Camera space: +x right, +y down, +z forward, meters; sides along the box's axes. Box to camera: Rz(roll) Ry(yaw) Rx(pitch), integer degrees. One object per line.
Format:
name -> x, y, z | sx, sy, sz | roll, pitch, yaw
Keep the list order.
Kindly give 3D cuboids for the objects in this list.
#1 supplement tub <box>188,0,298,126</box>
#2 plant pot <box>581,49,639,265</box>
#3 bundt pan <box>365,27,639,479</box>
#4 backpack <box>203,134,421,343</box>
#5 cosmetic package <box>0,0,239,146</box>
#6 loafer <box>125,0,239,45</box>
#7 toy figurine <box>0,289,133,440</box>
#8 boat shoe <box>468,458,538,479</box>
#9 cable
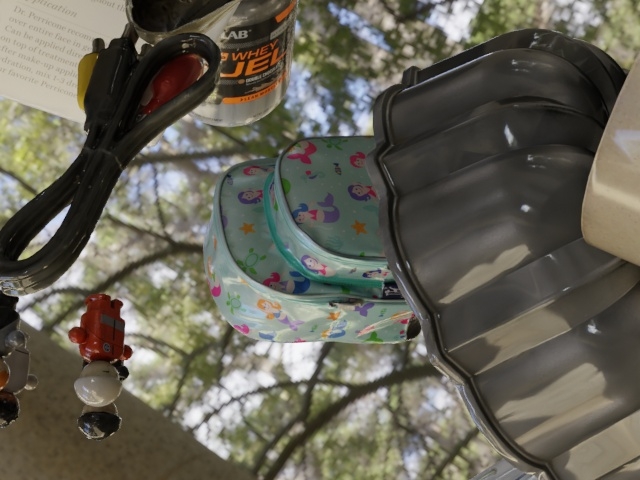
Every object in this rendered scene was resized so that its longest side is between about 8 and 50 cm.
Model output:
supplement tub -> -0.137, -0.342, 1.646 | 0.207, 0.207, 0.338 | -49, -15, -26
plant pot -> 0.296, -0.038, 0.459 | 0.256, 0.274, 0.256 | -44, -25, -27
bundt pan -> 0.181, 0.001, 0.723 | 0.124, 0.331, 0.331 | -31, -4, 33
backpack -> 0.000, 0.000, 1.235 | 0.253, 0.225, 0.191 | -3, -36, -13
cosmetic package -> -0.179, -0.339, 1.119 | 0.230, 0.161, 0.453 | 18, -57, -30
loafer -> -0.065, -0.253, 0.923 | 0.268, 0.102, 0.092 | -44, 12, 21
toy figurine -> -0.354, 0.169, 1.451 | 0.213, 0.209, 0.148 | 114, 157, -61
boat shoe -> 0.249, 0.251, 1.276 | 0.226, 0.076, 0.083 | -34, -31, -11
cable -> -0.156, -0.068, 0.865 | 0.072, 0.139, 0.287 | 72, -156, -52
